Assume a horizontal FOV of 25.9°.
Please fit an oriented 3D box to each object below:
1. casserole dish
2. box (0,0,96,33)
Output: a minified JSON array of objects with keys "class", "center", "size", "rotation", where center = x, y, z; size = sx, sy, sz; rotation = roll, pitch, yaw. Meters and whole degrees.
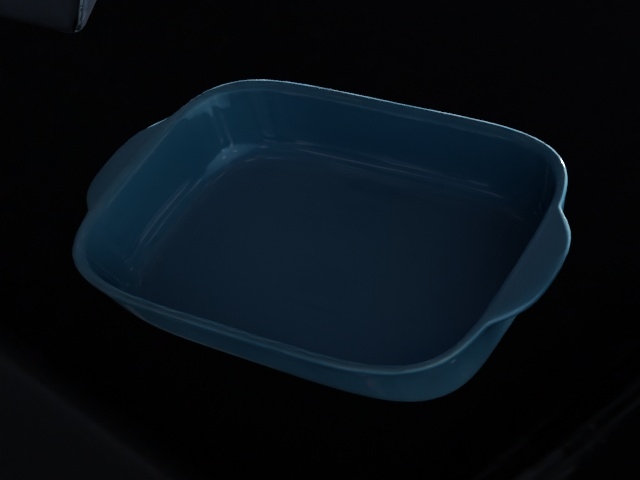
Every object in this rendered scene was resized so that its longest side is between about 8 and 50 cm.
[{"class":"casserole dish","center":[0.000,0.000,0.490],"size":[0.114,0.188,0.037],"rotation":[-54,-38,-30]},{"class":"box","center":[-0.280,-0.407,0.712],"size":[0.471,0.480,0.297],"rotation":[14,-42,-3]}]
